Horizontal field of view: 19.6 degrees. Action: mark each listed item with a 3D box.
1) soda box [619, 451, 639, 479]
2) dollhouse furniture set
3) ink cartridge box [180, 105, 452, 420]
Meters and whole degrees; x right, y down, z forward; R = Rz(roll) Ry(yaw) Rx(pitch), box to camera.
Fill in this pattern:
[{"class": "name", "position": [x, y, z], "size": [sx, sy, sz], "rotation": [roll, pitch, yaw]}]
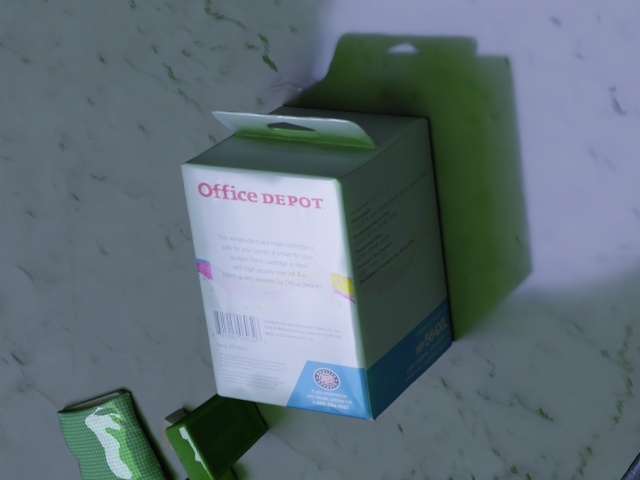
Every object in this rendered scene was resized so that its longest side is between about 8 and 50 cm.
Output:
[{"class": "soda box", "position": [0.216, 0.151, 0.858], "size": [0.169, 0.053, 0.060], "rotation": [36, 128, 13]}, {"class": "dollhouse furniture set", "position": [-0.103, 0.127, 1.058], "size": [0.152, 0.058, 0.076], "rotation": [-19, 101, 39]}, {"class": "ink cartridge box", "position": [0.000, 0.000, 0.904], "size": [0.092, 0.090, 0.143], "rotation": [7, 115, 31]}]
